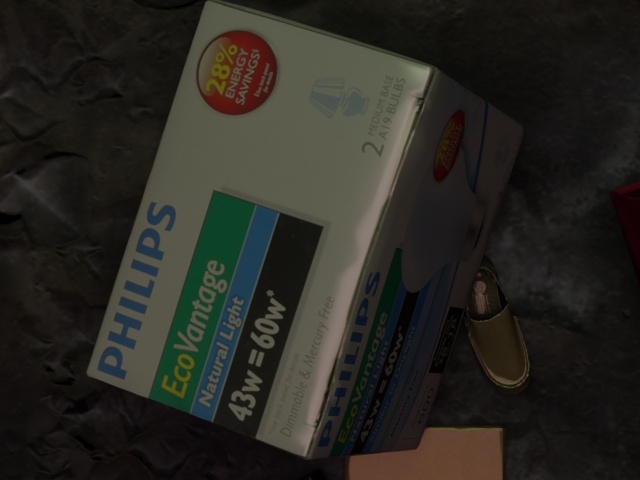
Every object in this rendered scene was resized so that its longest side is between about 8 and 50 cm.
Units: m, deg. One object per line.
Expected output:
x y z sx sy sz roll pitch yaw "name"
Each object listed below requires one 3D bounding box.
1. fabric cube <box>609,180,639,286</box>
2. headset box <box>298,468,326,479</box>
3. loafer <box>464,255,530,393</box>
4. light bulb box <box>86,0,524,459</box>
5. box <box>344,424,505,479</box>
0.438 0.046 1.725 0.254 0.259 0.258 -17 96 -2 "fabric cube"
-0.023 0.280 1.962 0.083 0.032 0.062 -33 87 23 "headset box"
0.172 0.086 1.946 0.056 0.050 0.148 -22 88 5 "loafer"
0.000 0.000 1.787 0.225 0.361 0.358 19 92 18 "light bulb box"
0.106 0.289 1.966 0.164 0.021 0.201 0 90 5 "box"
